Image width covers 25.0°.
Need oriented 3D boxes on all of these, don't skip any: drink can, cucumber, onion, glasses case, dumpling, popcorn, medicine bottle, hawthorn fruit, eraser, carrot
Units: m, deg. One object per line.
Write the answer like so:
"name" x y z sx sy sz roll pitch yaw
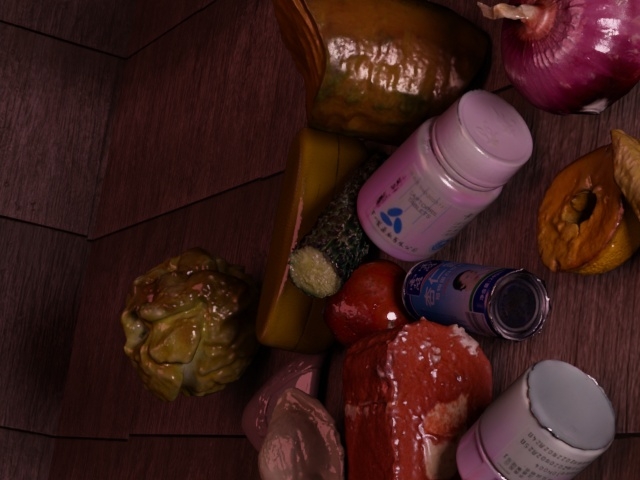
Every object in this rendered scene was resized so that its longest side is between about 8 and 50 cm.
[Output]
"drink can" 0.205 0.078 1.949 0.235 0.097 0.097 5 82 65
"cucumber" 0.058 -0.039 2.176 0.096 0.096 0.359 -54 -1 38
"onion" 0.325 -0.247 1.802 0.207 0.200 0.201 -27 45 16
"glasses case" 0.000 0.000 2.356 0.173 0.141 0.371 152 130 -75
"dumpling" -0.013 0.342 2.234 0.166 0.126 0.216 -4 70 47
"popcorn" -0.239 0.149 2.633 0.282 0.282 0.247 -135 32 -61
"medicine bottle" 0.253 0.236 1.722 0.168 0.135 0.135 -51 35 40
"medicine bottle" 0.173 -0.089 2.037 0.254 0.152 0.152 -44 40 45
"hawthorn fruit" 0.092 0.109 2.132 0.172 0.148 0.148 35 110 37
"eraser" -0.075 0.295 2.444 0.243 0.059 0.204 -18 61 56
"carrot" 0.061 -0.275 2.205 0.241 0.340 0.241 -167 90 -82

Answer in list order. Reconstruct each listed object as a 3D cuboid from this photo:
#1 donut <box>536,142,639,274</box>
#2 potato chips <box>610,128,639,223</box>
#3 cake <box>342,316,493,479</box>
"donut" 0.339 -0.031 1.774 0.178 0.065 0.162 -20 54 61
"potato chips" 0.417 0.010 1.572 0.080 0.057 0.407 -67 32 27
"cake" 0.133 0.240 1.911 0.151 0.177 0.283 -24 68 60
